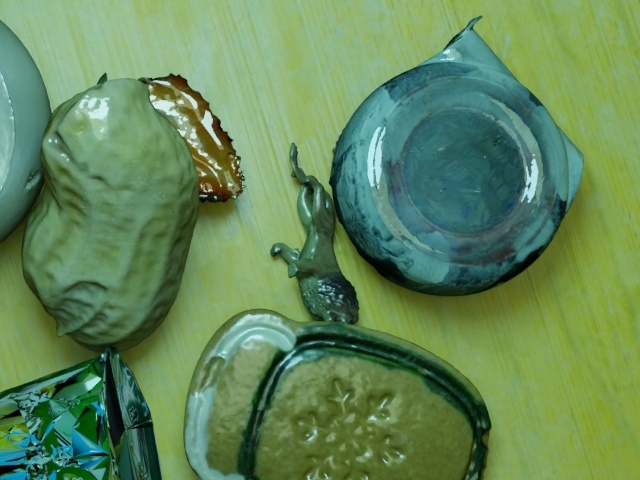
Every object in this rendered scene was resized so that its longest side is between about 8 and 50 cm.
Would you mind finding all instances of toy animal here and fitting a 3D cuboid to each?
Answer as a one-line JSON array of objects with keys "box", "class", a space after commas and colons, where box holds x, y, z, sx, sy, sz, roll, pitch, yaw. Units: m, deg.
[{"box": [-0.016, -0.001, 1.709, 0.086, 0.069, 0.219, -11, 91, -29], "class": "toy animal"}]

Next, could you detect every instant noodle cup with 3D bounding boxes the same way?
[{"box": [-0.272, 0.239, 1.584, 0.178, 0.240, 0.240, -14, 86, 4], "class": "instant noodle cup"}]

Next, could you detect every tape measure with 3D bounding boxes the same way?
[{"box": [0.147, -0.072, 1.694, 0.275, 0.147, 0.256, -42, 92, -13], "class": "tape measure"}]

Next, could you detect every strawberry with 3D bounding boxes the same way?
[{"box": [-0.177, -0.110, 1.689, 0.192, 0.085, 0.140, 3, 83, -7], "class": "strawberry"}]

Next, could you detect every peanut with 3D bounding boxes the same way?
[{"box": [-0.214, -0.026, 1.578, 0.174, 0.158, 0.340, 12, 124, -12], "class": "peanut"}]

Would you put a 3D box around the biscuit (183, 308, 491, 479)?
[{"box": [0.012, 0.231, 1.667, 0.344, 0.057, 0.287, 18, 91, -11], "class": "biscuit"}]

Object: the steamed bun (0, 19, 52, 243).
[{"box": [-0.441, -0.113, 1.596, 0.324, 0.206, 0.324, 0, 90, -6], "class": "steamed bun"}]
